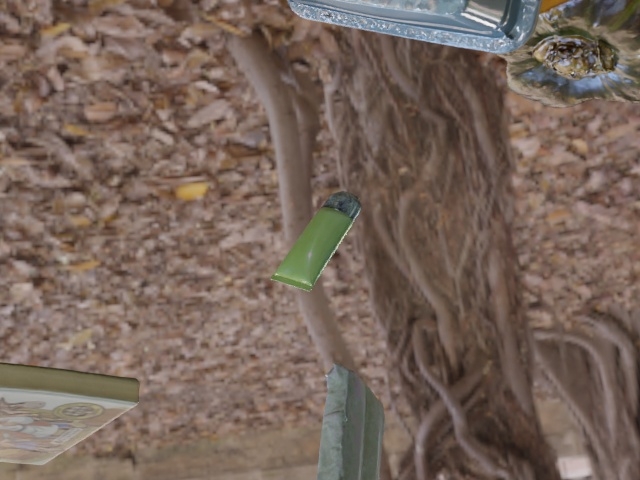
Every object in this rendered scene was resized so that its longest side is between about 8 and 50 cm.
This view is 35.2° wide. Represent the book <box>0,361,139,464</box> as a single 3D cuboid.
[{"bbox_3d":[-0.307,0.134,0.796,0.264,0.027,0.202,14,149,-34],"label":"book"}]

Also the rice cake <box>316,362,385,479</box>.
[{"bbox_3d":[0.029,0.237,1.000,0.040,0.226,0.085,-15,137,25],"label":"rice cake"}]

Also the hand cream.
[{"bbox_3d":[0.000,0.000,1.563,0.095,0.175,0.046,15,156,45],"label":"hand cream"}]

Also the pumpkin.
[{"bbox_3d":[0.321,-0.255,1.291,0.258,0.095,0.290,7,160,36],"label":"pumpkin"}]

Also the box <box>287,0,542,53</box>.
[{"bbox_3d":[0.057,-0.236,0.747,0.227,0.162,0.130,18,-166,30],"label":"box"}]
